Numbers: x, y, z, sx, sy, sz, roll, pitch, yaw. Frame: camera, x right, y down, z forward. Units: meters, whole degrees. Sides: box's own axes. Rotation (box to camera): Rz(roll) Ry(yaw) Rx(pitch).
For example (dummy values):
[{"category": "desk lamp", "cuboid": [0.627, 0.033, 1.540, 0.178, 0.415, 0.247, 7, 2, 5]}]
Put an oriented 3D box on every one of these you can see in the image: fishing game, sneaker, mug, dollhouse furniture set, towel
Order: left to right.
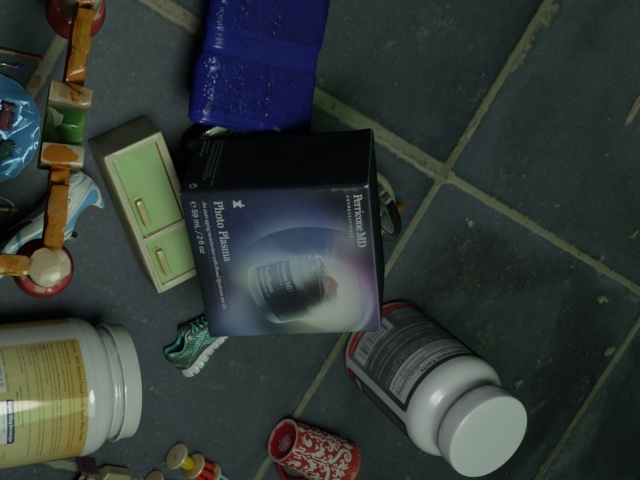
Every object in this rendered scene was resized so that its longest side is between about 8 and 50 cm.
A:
[{"category": "fishing game", "cuboid": [-0.507, -0.163, 1.507, 0.189, 0.041, 0.264, 8, 108, -35]}, {"category": "sneaker", "cuboid": [-0.440, -0.009, 1.591, 0.237, 0.085, 0.086, -43, 113, -6]}, {"category": "dollhouse furniture set", "cuboid": [-0.406, 0.464, 1.860, 0.114, 0.091, 0.081, 19, 118, -39]}, {"category": "sneaker", "cuboid": [-0.218, 0.168, 1.831, 0.076, 0.065, 0.166, 35, 91, -34]}, {"category": "sneaker", "cuboid": [-0.152, -0.179, 1.700, 0.161, 0.057, 0.075, -32, 120, -17]}, {"category": "towel", "cuboid": [-0.098, -0.326, 1.626, 0.227, 0.076, 0.308, 5, 98, -39]}, {"category": "mug", "cuboid": [-0.025, 0.447, 2.055, 0.169, 0.113, 0.150, 31, 93, -34]}, {"category": "sneaker", "cuboid": [0.036, -0.070, 1.802, 0.086, 0.229, 0.132, -36, 175, -47]}]

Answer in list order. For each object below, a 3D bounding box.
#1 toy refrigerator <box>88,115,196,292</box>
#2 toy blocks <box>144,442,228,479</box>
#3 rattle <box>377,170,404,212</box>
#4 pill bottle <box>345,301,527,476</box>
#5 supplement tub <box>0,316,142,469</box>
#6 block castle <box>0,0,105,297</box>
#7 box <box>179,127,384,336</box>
[{"category": "toy refrigerator", "cuboid": [-0.277, -0.055, 1.664, 0.102, 0.094, 0.270, -27, 125, -18]}, {"category": "toy blocks", "cuboid": [-0.255, 0.473, 1.963, 0.123, 0.054, 0.148, -49, 128, -2]}, {"category": "rattle", "cuboid": [0.086, -0.124, 1.870, 0.142, 0.130, 0.200, -33, 96, -34]}, {"category": "pill bottle", "cuboid": [0.219, 0.284, 1.958, 0.210, 0.363, 0.210, -14, 120, -25]}, {"category": "supplement tub", "cuboid": [-0.465, 0.242, 1.612, 0.316, 0.228, 0.228, -3, 115, -29]}, {"category": "block castle", "cuboid": [-0.459, -0.159, 1.359, 0.303, 0.213, 0.453, 7, 86, -18]}, {"category": "box", "cuboid": [-0.050, -0.009, 1.643, 0.294, 0.183, 0.296, -3, 126, 6]}]
